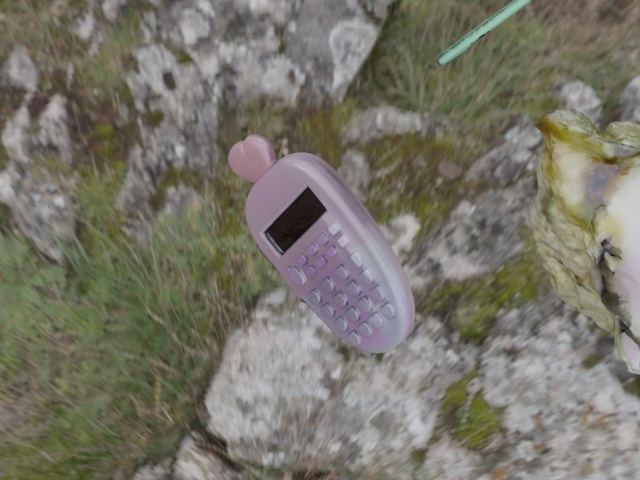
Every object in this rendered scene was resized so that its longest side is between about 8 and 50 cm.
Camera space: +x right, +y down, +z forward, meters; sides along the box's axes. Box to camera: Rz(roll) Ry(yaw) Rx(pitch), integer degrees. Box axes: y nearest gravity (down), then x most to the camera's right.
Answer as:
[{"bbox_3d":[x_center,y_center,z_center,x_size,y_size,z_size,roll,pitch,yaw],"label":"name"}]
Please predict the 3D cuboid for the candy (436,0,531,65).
[{"bbox_3d":[0.136,-0.149,0.801,0.184,0.055,0.049,-35,125,16],"label":"candy"}]

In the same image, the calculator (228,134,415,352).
[{"bbox_3d":[0.000,0.000,0.964,0.024,0.103,0.166,-34,84,-35],"label":"calculator"}]

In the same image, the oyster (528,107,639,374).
[{"bbox_3d":[0.164,0.008,0.609,0.209,0.072,0.133,-4,120,-28],"label":"oyster"}]
